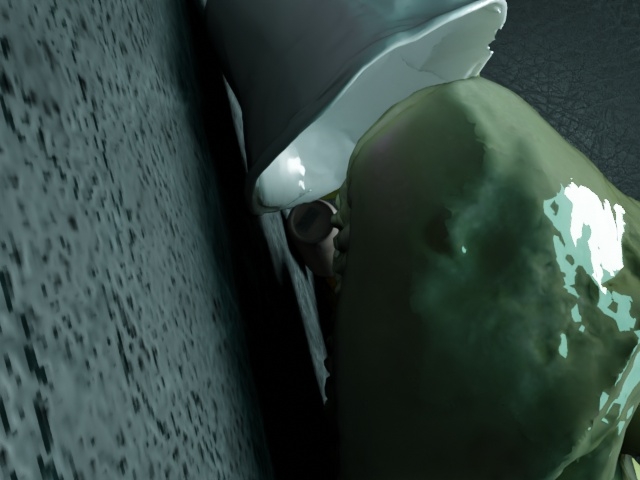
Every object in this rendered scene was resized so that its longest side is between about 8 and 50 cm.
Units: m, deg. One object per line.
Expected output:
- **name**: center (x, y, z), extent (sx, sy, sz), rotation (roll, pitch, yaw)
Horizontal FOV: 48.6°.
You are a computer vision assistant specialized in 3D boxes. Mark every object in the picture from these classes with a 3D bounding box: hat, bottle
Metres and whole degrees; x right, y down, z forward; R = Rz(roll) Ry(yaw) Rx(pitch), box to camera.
- **hat**: center (0.002, -0.120, 0.457), extent (0.126, 0.203, 0.203), rotation (53, -1, 11)
- **bottle**: center (0.000, 0.000, 0.730), extent (0.140, 0.053, 0.053), rotation (68, 9, -73)

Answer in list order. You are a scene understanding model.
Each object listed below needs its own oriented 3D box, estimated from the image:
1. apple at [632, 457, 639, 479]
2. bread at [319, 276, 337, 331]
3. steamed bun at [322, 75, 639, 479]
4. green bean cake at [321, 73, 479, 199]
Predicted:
- **apple**: center (0.250, 0.375, 0.900), extent (0.357, 0.358, 0.357), rotation (-14, 90, -87)
- **bread**: center (0.160, 0.107, 0.939), extent (0.358, 0.337, 0.204), rotation (-36, 133, -87)
- **steamed bun**: center (0.125, 0.086, 0.486), extent (0.339, 0.248, 0.351), rotation (83, 5, -79)
- **green bean cake**: center (0.057, -0.164, 0.799), extent (0.233, 0.236, 0.124), rotation (75, 4, -52)
